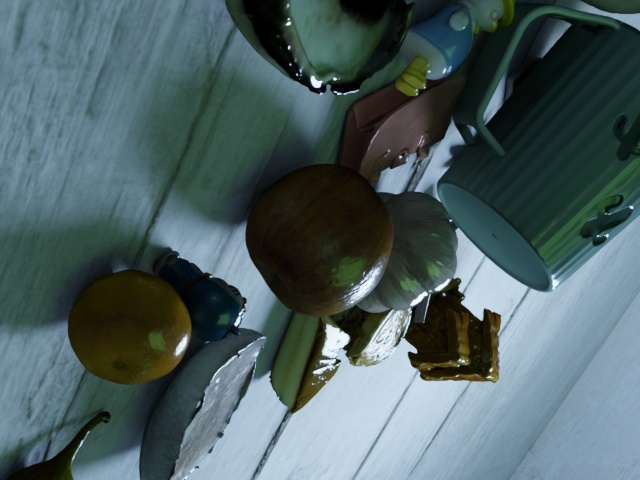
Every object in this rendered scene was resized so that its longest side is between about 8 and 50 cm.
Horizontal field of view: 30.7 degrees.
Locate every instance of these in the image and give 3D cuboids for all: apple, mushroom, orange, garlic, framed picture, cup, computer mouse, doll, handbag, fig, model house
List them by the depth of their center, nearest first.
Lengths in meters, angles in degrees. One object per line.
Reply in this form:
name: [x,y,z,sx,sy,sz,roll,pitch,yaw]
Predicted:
mushroom: [-0.008,-0.307,1.302,0.247,0.130,0.344,-65,156,-2]
orange: [-0.243,0.106,1.494,0.159,0.159,0.136,103,-3,-47]
doll: [-0.160,0.079,1.567,0.085,0.152,0.114,-42,153,-18]
apple: [0.000,0.000,1.642,0.188,0.211,0.211,-35,152,-17]
doll: [0.195,-0.305,1.650,0.241,0.099,0.135,-39,149,-15]
fig: [-0.374,0.341,1.675,0.236,0.124,0.124,-56,158,-19]
handbag: [0.122,-0.172,1.767,0.212,0.059,0.157,-31,150,-34]
garlic: [0.095,-0.005,1.838,0.218,0.218,0.212,-47,139,-3]
cup: [0.385,-0.170,1.911,0.392,0.401,0.310,-44,178,-9]
computer mouse: [0.366,-0.243,2.074,0.102,0.045,0.199,-37,152,-18]
framed picture: [0.183,0.052,2.126,0.023,0.128,0.168,0,142,-4]
model house: [0.267,0.193,2.340,0.219,0.229,0.199,-45,161,-9]

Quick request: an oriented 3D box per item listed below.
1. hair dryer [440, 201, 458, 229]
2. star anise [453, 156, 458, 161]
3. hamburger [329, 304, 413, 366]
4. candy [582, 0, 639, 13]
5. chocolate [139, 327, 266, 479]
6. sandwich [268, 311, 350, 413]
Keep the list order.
hair dryer: [0.269,-0.060,2.178,0.195,0.050,0.173,-45,163,-19]
star anise: [0.272,-0.136,2.079,0.141,0.042,0.141,-37,156,-19]
hamburger: [0.085,0.143,2.119,0.185,0.113,0.177,-40,149,-36]
candy: [0.561,-0.546,1.800,0.386,0.186,0.427,-8,130,-49]
chocolate: [-0.199,0.263,1.836,0.185,0.100,0.303,-32,155,-53]
sandwich: [-0.016,0.185,2.029,0.088,0.090,0.244,-19,140,-40]
